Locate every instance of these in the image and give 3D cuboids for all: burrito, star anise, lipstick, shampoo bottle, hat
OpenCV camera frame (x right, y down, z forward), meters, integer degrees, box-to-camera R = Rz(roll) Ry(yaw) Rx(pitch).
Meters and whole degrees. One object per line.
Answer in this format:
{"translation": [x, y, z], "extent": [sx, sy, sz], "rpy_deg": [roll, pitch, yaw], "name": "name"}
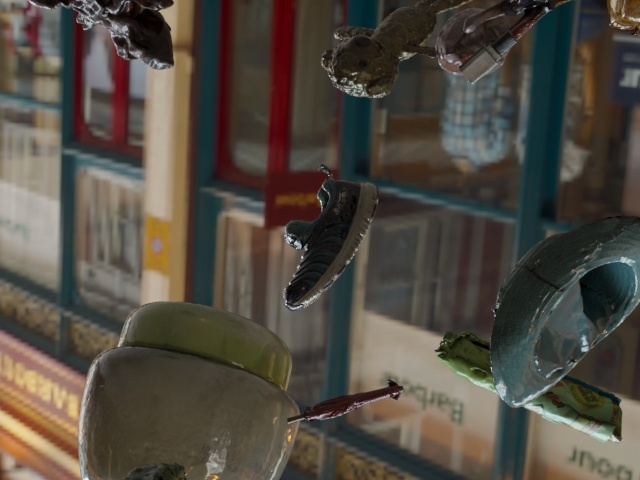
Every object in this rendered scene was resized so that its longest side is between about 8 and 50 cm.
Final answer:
{"translation": [0.296, 0.186, 1.742], "extent": [0.288, 0.054, 0.104], "rpy_deg": [23, -129, -2], "name": "burrito"}
{"translation": [-0.291, -0.328, 1.720], "extent": [0.212, 0.129, 0.283], "rpy_deg": [35, 169, -26], "name": "star anise"}
{"translation": [0.214, -0.232, 1.513], "extent": [0.025, 0.107, 0.025], "rpy_deg": [46, -158, -12], "name": "lipstick"}
{"translation": [-0.195, 0.270, 1.861], "extent": [0.322, 0.317, 0.322], "rpy_deg": [10, 160, 4], "name": "shampoo bottle"}
{"translation": [0.196, 0.044, 1.041], "extent": [0.078, 0.191, 0.138], "rpy_deg": [44, 176, 37], "name": "hat"}

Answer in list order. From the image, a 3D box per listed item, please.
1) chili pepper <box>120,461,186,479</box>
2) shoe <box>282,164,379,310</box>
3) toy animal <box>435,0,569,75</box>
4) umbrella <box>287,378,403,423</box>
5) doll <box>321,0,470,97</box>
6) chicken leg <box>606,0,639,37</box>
{"translation": [-0.155, 0.242, 1.070], "extent": [0.088, 0.059, 0.227], "rpy_deg": [43, -161, 0], "name": "chili pepper"}
{"translation": [0.000, 0.000, 1.182], "extent": [0.071, 0.143, 0.064], "rpy_deg": [27, 169, 1], "name": "shoe"}
{"translation": [0.216, -0.268, 1.666], "extent": [0.195, 0.090, 0.324], "rpy_deg": [-29, -178, -12], "name": "toy animal"}
{"translation": [0.034, 0.222, 1.711], "extent": [0.165, 0.025, 0.027], "rpy_deg": [-17, -134, 10], "name": "umbrella"}
{"translation": [0.131, -0.308, 1.856], "extent": [0.286, 0.091, 0.202], "rpy_deg": [-21, -131, -11], "name": "doll"}
{"translation": [0.354, -0.253, 1.009], "extent": [0.295, 0.409, 0.182], "rpy_deg": [18, -155, 14], "name": "chicken leg"}
